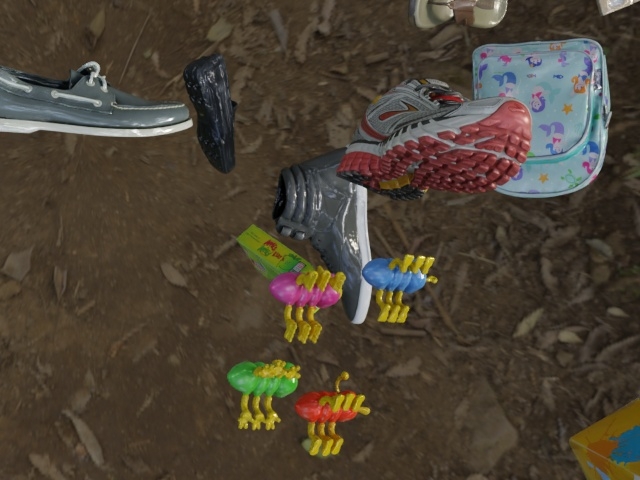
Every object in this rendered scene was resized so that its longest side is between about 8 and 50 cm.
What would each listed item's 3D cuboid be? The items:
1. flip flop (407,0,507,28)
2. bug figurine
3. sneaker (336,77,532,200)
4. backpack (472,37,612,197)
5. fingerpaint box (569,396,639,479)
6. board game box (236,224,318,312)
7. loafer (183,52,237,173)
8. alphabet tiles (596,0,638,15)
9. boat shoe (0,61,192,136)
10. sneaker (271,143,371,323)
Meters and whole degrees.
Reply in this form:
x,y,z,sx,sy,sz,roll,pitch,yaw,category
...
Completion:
x,y,z,sx,sy,sz,roll,pitch,yaw,category
0.241,-0.398,1.519,0.277,0.080,0.112,-6,112,-47,flip flop
0.010,0.114,1.046,0.216,0.072,0.279,11,114,-38,bug figurine
0.083,-0.090,0.717,0.088,0.225,0.093,21,82,-25,sneaker
0.352,-0.193,1.474,0.225,0.191,0.254,1,98,19,backpack
0.440,0.357,0.750,0.163,0.371,0.445,-28,97,-10,fingerpaint box
-0.066,0.047,1.604,0.043,0.181,0.092,-43,133,-14,board game box
-0.174,-0.215,1.579,0.078,0.076,0.223,-35,135,-29,loafer
0.336,-0.357,0.959,0.237,0.009,0.198,-23,104,-11,alphabet tiles
-0.330,-0.196,1.256,0.319,0.116,0.099,0,101,-21,boat shoe
0.000,0.000,1.440,0.146,0.104,0.296,-9,111,-9,sneaker
